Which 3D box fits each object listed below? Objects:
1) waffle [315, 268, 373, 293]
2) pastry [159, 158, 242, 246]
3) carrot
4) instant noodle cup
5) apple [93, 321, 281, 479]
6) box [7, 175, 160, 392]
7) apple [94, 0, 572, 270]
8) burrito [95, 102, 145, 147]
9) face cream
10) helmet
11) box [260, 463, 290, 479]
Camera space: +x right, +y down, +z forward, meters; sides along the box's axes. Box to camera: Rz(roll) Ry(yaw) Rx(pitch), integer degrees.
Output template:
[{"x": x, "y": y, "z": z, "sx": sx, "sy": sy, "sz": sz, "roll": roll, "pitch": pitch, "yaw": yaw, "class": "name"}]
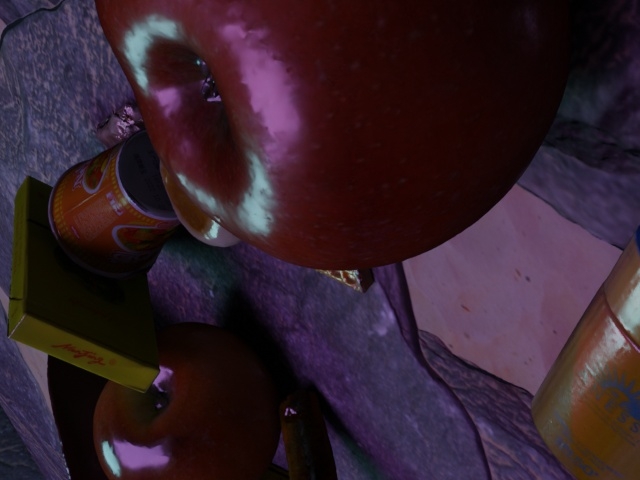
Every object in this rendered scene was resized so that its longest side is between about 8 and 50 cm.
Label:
[{"x": 0.000, "y": 0.000, "z": 1.284, "sx": 0.135, "sy": 0.021, "sz": 0.092, "roll": 23, "pitch": 138, "yaw": 47, "class": "waffle"}, {"x": -0.112, "y": -0.071, "z": 1.299, "sx": 0.156, "sy": 0.092, "sz": 0.156, "roll": 46, "pitch": 152, "yaw": 34, "class": "pastry"}, {"x": -0.010, "y": 0.319, "z": 1.496, "sx": 0.070, "sy": 0.070, "sz": 0.260, "roll": 133, "pitch": 130, "yaw": -62, "class": "carrot"}, {"x": -0.228, "y": -0.053, "z": 1.469, "sx": 0.168, "sy": 0.168, "sz": 0.185, "roll": 57, "pitch": 146, "yaw": -3, "class": "instant noodle cup"}, {"x": -0.177, "y": 0.231, "z": 1.564, "sx": 0.253, "sy": 0.253, "sz": 0.253, "roll": 39, "pitch": 148, "yaw": 30, "class": "apple"}, {"x": -0.306, "y": 0.049, "z": 1.535, "sx": 0.187, "sy": 0.047, "sz": 0.335, "roll": 28, "pitch": -159, "yaw": -27, "class": "box"}, {"x": 0.004, "y": -0.152, "z": 0.831, "sx": 0.348, "sy": 0.277, "sz": 0.348, "roll": 39, "pitch": 149, "yaw": 29, "class": "apple"}, {"x": -0.251, "y": -0.142, "z": 1.515, "sx": 0.149, "sy": 0.041, "sz": 0.055, "roll": -16, "pitch": 92, "yaw": 65, "class": "burrito"}, {"x": 0.257, "y": 0.109, "z": 0.938, "sx": 0.139, "sy": 0.067, "sz": 0.285, "roll": 42, "pitch": 150, "yaw": 19, "class": "face cream"}, {"x": -0.276, "y": 0.308, "z": 1.806, "sx": 0.337, "sy": 0.230, "sz": 0.385, "roll": 97, "pitch": 160, "yaw": -57, "class": "helmet"}, {"x": -0.076, "y": 0.401, "z": 1.718, "sx": 0.220, "sy": 0.141, "sz": 0.064, "roll": 12, "pitch": 132, "yaw": 52, "class": "box"}]
